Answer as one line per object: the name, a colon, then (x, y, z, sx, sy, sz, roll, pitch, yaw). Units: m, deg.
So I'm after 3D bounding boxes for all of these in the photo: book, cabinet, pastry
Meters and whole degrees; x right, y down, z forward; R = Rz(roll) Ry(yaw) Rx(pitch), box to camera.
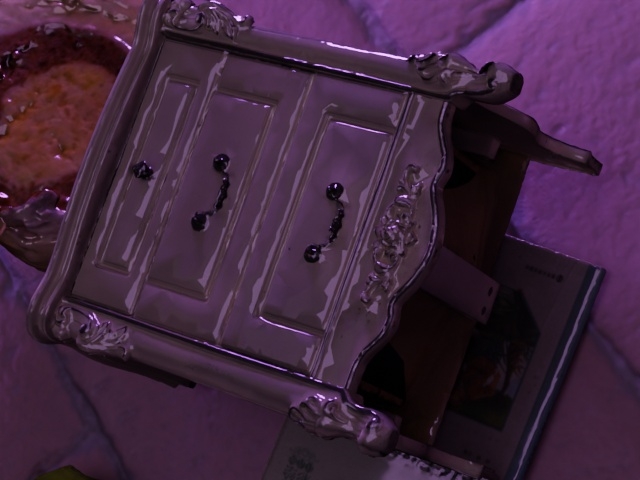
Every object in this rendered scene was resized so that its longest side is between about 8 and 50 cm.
book: (0.083, 0.120, 1.452, 0.215, 0.025, 0.283, 19, 86, 31)
cabinet: (0.000, 0.000, 1.384, 0.318, 0.227, 0.290, 16, 83, 31)
pastry: (-0.213, -0.087, 1.581, 0.237, 0.170, 0.256, -44, 60, -14)

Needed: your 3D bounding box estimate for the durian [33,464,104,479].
durian: (-0.167, 0.293, 1.503, 0.250, 0.101, 0.139, 54, 142, 25)
